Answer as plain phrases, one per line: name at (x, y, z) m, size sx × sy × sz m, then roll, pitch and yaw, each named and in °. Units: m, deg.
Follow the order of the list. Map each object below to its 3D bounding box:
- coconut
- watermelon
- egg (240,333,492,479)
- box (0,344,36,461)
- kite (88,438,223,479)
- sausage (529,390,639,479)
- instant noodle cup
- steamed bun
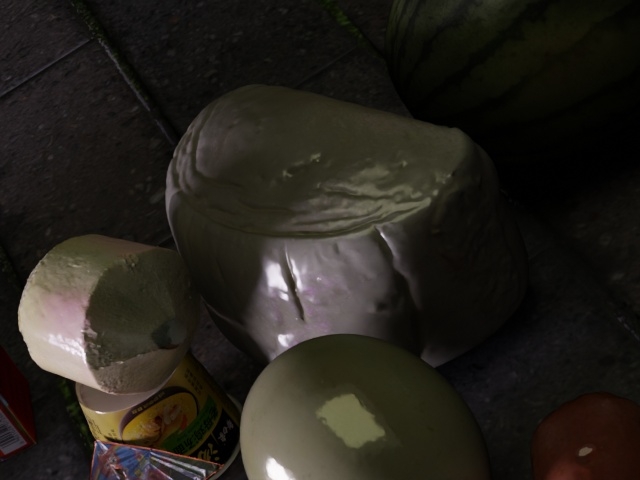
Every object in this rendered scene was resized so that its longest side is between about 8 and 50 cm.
coconut at (-0.189, 0.070, 1.809) m, size 0.153 × 0.147 × 0.147 m, roll 9°, pitch 52°, yaw 40°
watermelon at (0.238, -0.229, 1.953) m, size 0.359 × 0.279 × 0.279 m, roll -29°, pitch 36°, yaw 3°
egg at (0.041, 0.184, 1.684) m, size 0.188 × 0.188 × 0.254 m, roll -44°, pitch 49°, yaw -18°
box at (-0.361, 0.133, 2.028) m, size 0.048 × 0.175 × 0.112 m, roll -26°, pitch 36°, yaw 5°
kite at (-0.168, 0.250, 1.831) m, size 0.190 × 0.010 × 0.159 m, roll -41°, pitch 70°, yaw 18°
sausage at (0.232, 0.228, 1.568) m, size 0.114 × 0.113 × 0.259 m, roll -19°, pitch 39°, yaw 14°
instant noodle cup at (-0.162, 0.166, 1.899) m, size 0.151 × 0.122 × 0.151 m, roll -17°, pitch 40°, yaw 15°
steamed bun at (-0.005, 0.002, 1.877) m, size 0.383 × 0.247 × 0.236 m, roll 17°, pitch 54°, yaw 44°
